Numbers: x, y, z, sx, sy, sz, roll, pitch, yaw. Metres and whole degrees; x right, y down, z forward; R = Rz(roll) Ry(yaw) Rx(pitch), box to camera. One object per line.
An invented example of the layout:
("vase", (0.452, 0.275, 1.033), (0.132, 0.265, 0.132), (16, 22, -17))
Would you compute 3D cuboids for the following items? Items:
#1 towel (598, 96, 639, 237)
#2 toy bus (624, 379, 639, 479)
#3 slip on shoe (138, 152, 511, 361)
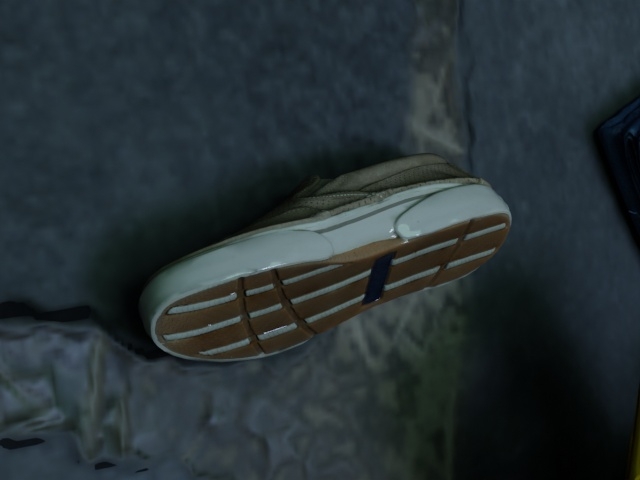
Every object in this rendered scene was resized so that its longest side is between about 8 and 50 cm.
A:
("towel", (0.168, -0.010, 0.491), (0.067, 0.029, 0.119), (-37, 106, -33))
("toy bus", (0.152, 0.116, 0.405), (0.191, 0.202, 0.104), (42, 42, -16))
("slip on shoe", (0.000, 0.000, 0.367), (0.135, 0.051, 0.041), (-18, 56, -27))
